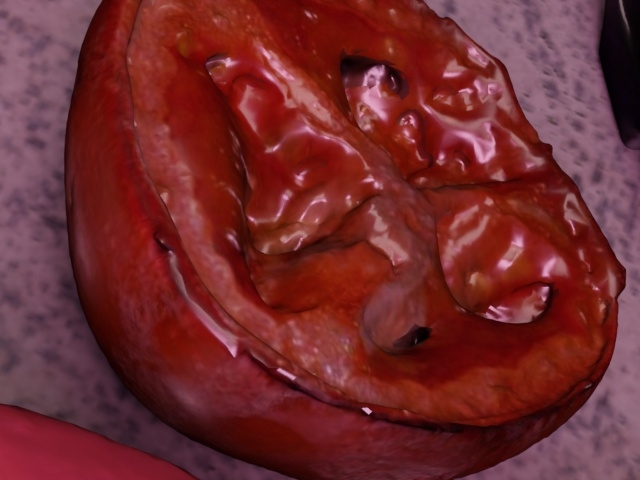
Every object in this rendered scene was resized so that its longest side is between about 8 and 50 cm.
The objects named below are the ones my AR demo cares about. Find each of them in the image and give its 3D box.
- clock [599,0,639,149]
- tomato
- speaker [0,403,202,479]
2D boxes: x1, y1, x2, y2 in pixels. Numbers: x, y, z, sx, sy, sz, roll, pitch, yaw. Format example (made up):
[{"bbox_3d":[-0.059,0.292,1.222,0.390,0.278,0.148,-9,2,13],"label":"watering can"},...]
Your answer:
[{"bbox_3d":[0.230,-0.039,0.809,0.186,0.083,0.253,4,57,-19],"label":"clock"},{"bbox_3d":[-0.002,0.003,0.684,0.228,0.101,0.228,21,44,-22],"label":"tomato"},{"bbox_3d":[-0.106,0.166,0.400,0.294,0.294,0.294,10,54,-14],"label":"speaker"}]
